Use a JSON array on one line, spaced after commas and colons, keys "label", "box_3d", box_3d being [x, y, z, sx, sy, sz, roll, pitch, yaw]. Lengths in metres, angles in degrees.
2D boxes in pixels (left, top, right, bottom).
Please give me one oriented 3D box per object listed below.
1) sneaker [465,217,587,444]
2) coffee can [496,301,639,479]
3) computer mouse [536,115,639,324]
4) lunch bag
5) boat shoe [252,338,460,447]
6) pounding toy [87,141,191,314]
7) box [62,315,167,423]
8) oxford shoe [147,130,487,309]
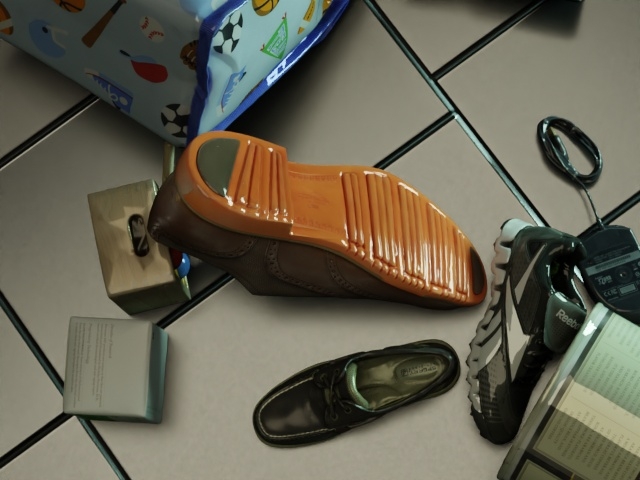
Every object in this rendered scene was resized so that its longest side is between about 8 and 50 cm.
[{"label": "sneaker", "box_3d": [0.214, 0.091, 1.808, 0.106, 0.078, 0.234, 2, 75, 41]}, {"label": "coffee can", "box_3d": [0.337, 0.213, 1.727, 0.275, 0.201, 0.201, 30, 83, 10]}, {"label": "computer mouse", "box_3d": [0.282, -0.020, 1.867, 0.071, 0.041, 0.242, -16, 71, -8]}, {"label": "lunch bag", "box_3d": [-0.140, -0.315, 1.850, 0.328, 0.239, 0.385, 31, 53, 11]}, {"label": "boat shoe", "box_3d": [0.034, 0.150, 1.829, 0.223, 0.073, 0.080, -17, 78, 1]}, {"label": "pounding toy", "box_3d": [-0.176, -0.012, 1.850, 0.100, 0.130, 0.141, -13, 78, 2]}, {"label": "box", "box_3d": [-0.208, 0.133, 1.838, 0.087, 0.101, 0.102, 2, 80, 5]}, {"label": "oxford shoe", "box_3d": [0.000, 0.000, 1.811, 0.363, 0.133, 0.130, 21, 47, -23]}]
